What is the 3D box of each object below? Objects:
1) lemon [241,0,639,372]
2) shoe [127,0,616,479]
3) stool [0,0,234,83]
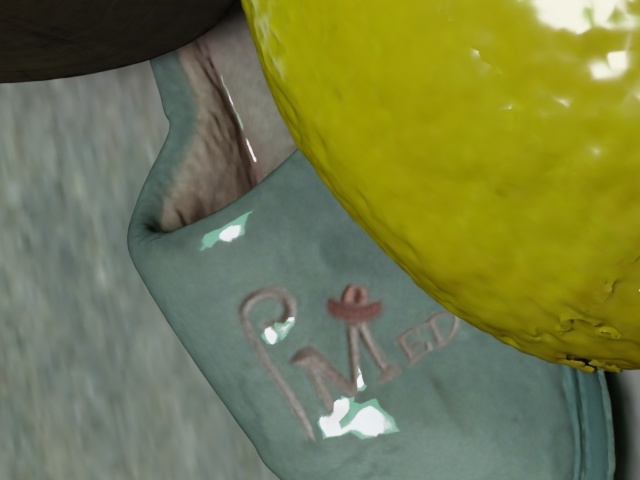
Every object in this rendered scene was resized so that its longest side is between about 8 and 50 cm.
[{"bbox_3d":[0.075,-0.072,0.440,0.192,0.192,0.231,-33,86,27],"label":"lemon"},{"bbox_3d":[0.000,0.000,0.542,0.103,0.100,0.251,-29,74,31],"label":"shoe"},{"bbox_3d":[-0.111,-0.196,0.518,0.179,0.179,0.264,-10,73,30],"label":"stool"}]
